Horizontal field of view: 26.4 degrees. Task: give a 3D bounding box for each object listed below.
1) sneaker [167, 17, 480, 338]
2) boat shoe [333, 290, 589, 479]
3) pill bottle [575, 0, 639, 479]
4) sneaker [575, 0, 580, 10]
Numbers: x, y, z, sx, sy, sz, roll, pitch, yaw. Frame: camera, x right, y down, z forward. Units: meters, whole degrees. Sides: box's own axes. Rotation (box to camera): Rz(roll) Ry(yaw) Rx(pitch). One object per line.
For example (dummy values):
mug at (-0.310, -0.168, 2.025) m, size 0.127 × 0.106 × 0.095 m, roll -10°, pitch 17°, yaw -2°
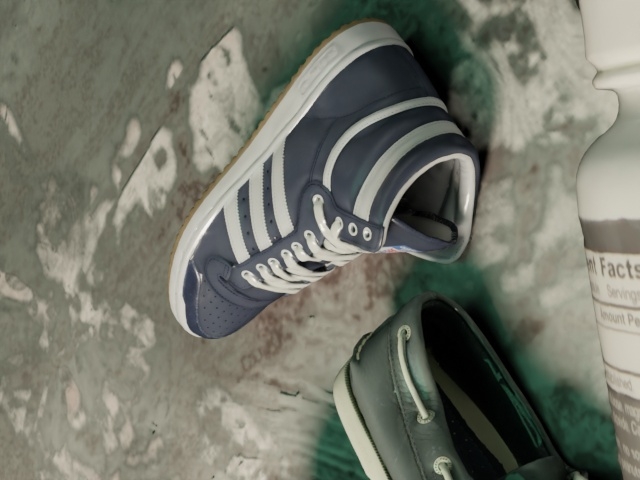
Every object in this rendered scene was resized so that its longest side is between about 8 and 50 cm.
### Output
sneaker at (0.000, 0.000, 0.949) m, size 0.282 × 0.099 × 0.153 m, roll -55°, pitch 53°, yaw 26°
boat shoe at (0.114, 0.165, 0.826) m, size 0.099 × 0.116 × 0.319 m, roll -57°, pitch 48°, yaw 31°
pill bottle at (0.227, 0.036, 0.609) m, size 0.204 × 0.204 × 0.361 m, roll -5°, pitch 97°, yaw 45°
sneaker at (0.236, -0.146, 0.731) m, size 0.228 × 0.087 × 0.130 m, roll 10°, pitch 120°, yaw 28°
